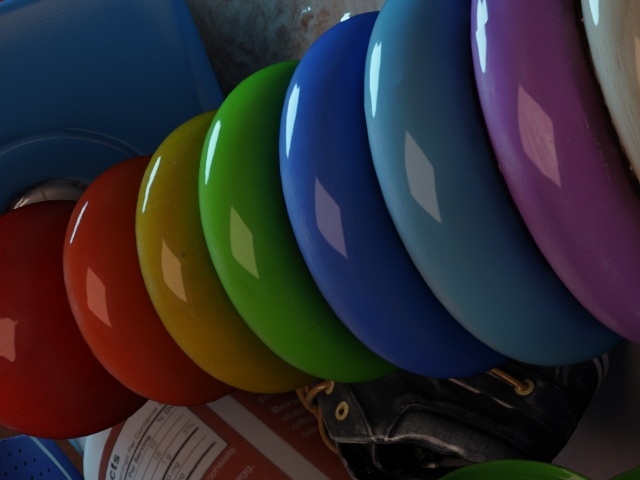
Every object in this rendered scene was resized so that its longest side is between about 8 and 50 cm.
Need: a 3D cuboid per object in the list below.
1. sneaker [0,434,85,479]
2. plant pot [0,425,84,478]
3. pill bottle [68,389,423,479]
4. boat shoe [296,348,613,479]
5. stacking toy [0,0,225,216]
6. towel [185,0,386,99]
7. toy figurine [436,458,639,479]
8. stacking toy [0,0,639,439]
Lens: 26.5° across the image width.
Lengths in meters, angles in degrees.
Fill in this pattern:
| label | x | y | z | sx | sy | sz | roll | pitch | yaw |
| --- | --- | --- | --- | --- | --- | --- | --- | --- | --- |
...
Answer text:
| label | x | y | z | sx | sy | sz | roll | pitch | yaw |
| --- | --- | --- | --- | --- | --- | --- | --- | --- | --- |
| sneaker | -0.091 | 0.235 | 0.589 | 0.182 | 0.127 | 0.316 | -13 | 96 | 62 |
| plant pot | -0.234 | 0.214 | 0.807 | 0.267 | 0.267 | 0.236 | 27 | 109 | 47 |
| pill bottle | -0.027 | 0.108 | 0.596 | 0.216 | 0.121 | 0.121 | 33 | 125 | 45 |
| boat shoe | 0.011 | 0.049 | 0.512 | 0.183 | 0.083 | 0.065 | 5 | 135 | 34 |
| stacking toy | -0.150 | -0.100 | 0.646 | 0.302 | 0.165 | 0.175 | -115 | 3 | -45 |
| towel | -0.006 | -0.130 | 0.564 | 0.282 | 0.049 | 0.187 | 45 | 131 | 37 |
| toy figurine | 0.108 | 0.164 | 0.429 | 0.173 | 0.130 | 0.159 | 11 | 124 | 18 |
| stacking toy | 0.000 | 0.000 | 0.439 | 0.330 | 0.141 | 0.141 | -21 | 82 | 35 |
